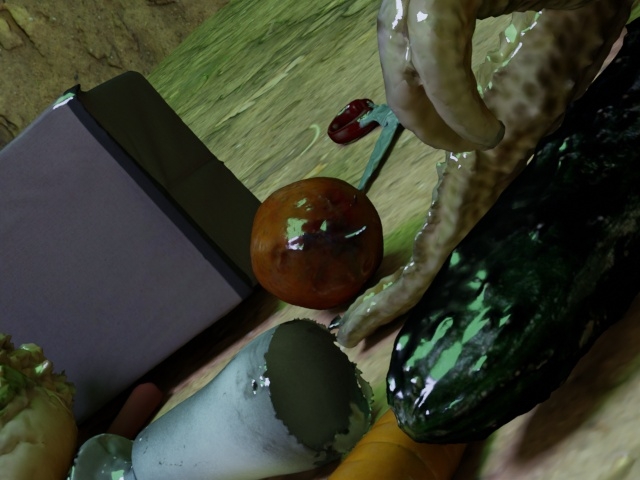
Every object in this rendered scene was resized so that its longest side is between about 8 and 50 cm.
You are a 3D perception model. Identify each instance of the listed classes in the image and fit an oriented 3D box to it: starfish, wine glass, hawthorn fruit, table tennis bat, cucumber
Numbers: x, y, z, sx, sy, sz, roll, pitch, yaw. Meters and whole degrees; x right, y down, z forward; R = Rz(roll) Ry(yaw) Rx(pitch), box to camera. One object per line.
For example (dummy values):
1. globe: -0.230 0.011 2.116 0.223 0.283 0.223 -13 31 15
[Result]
1. starfish: 0.103 -0.101 0.737 0.324 0.082 0.432 -63 -9 -15
2. wine glass: -0.052 0.098 0.729 0.155 0.072 0.072 -32 16 35
3. hawthorn fruit: 0.000 0.000 0.867 0.081 0.081 0.093 -43 1 -8
4. table tennis bat: -0.143 0.149 0.949 0.098 0.019 0.154 -30 20 44
5. cucumber: 0.125 -0.028 0.618 0.081 0.072 0.303 -7 35 46

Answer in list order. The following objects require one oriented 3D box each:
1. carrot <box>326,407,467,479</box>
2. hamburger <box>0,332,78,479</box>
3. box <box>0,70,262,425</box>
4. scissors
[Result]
1. carrot: 0.004 0.122 0.524 0.271 0.062 0.066 -58 -12 -62
2. hamburger: -0.252 0.171 0.894 0.243 0.146 0.286 -41 19 47
3. box: -0.176 0.021 1.059 0.252 0.188 0.153 -40 5 20
4. scissors: 0.060 -0.099 1.169 0.144 0.017 0.247 -38 14 14
